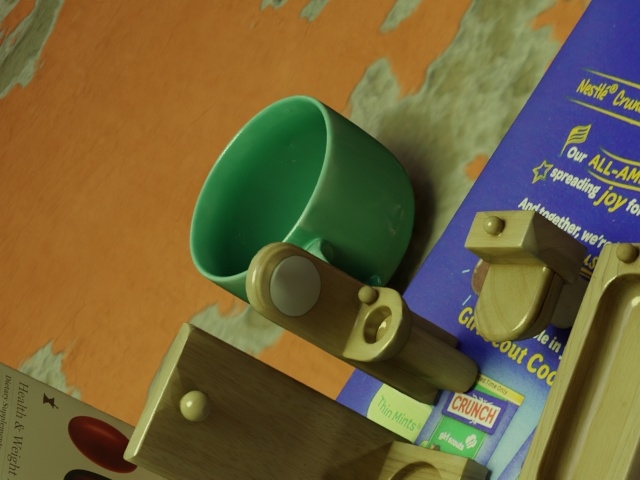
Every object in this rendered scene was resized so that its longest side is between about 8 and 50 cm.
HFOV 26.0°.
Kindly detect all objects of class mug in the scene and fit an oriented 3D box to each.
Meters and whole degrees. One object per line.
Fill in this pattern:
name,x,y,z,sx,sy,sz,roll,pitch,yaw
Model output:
mug,-0.006,-0.001,0.861,0.129,0.097,0.157,-25,46,40

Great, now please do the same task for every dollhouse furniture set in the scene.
dollhouse furniture set,0.039,0.047,0.510,0.151,0.123,0.144,1,64,56

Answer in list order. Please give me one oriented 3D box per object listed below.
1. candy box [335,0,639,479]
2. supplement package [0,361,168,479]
candy box,0.152,0.060,0.578,0.317,0.122,0.268,-58,31,2
supplement package,-0.172,0.209,0.810,0.149,0.203,0.194,-34,40,32
